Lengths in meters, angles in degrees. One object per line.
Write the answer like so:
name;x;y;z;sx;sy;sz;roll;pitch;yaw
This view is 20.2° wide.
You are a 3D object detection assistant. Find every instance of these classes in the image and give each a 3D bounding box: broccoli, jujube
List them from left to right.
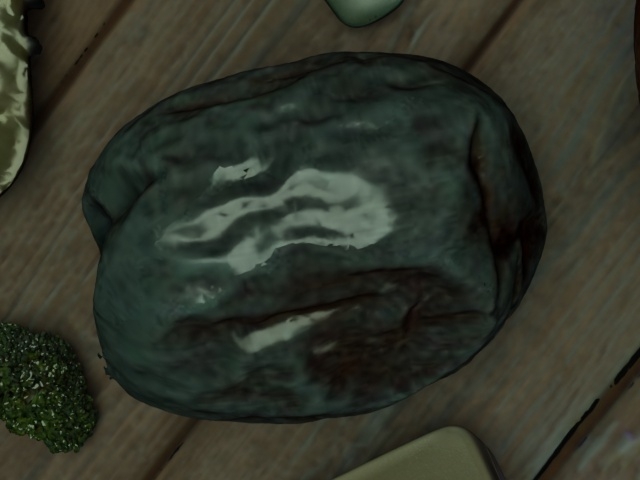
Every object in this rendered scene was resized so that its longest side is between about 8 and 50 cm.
broccoli;-0.213;0.109;1.320;0.092;0.097;0.095;-25;62;49
jujube;-0.001;-0.008;1.197;0.308;0.215;0.246;-7;130;-4

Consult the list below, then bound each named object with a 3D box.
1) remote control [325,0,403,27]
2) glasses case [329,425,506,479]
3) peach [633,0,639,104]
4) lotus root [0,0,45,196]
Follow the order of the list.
remote control;-0.010;-0.253;1.273;0.072;0.042;0.222;-29;88;9
glasses case;-0.014;0.263;1.265;0.336;0.076;0.144;-28;60;8
peach;0.359;-0.088;1.079;0.335;0.310;0.405;-5;106;23
lotus root;-0.370;-0.150;1.264;0.375;0.111;0.390;36;83;-8
